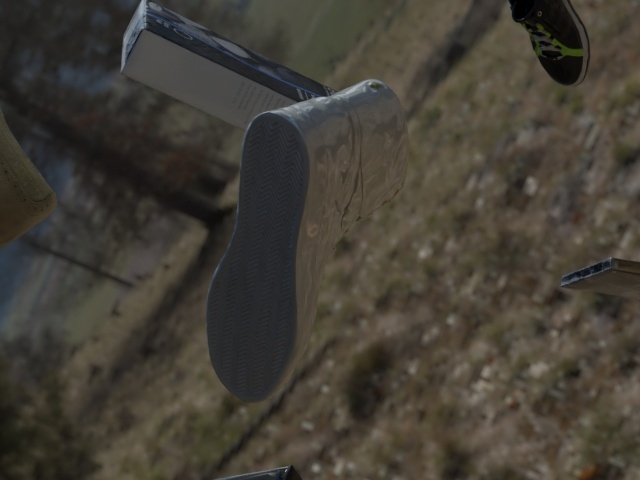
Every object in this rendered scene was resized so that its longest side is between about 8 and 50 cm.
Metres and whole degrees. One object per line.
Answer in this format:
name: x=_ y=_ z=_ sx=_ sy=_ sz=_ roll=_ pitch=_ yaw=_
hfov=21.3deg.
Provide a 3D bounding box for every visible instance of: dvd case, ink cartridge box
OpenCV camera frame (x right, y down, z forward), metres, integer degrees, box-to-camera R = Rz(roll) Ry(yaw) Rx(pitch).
dvd case: x=0.402 y=0.054 z=1.916 sx=0.164 sy=0.221 sz=0.018 roll=143 pitch=135 yaw=-76
ink cartridge box: x=-0.061 y=-0.159 z=1.894 sx=0.065 sy=0.332 sz=0.165 roll=-61 pitch=15 yaw=14

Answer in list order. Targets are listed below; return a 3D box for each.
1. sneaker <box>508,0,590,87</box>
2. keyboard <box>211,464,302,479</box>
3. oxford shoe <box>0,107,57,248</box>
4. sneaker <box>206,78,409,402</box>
sneaker: x=0.287 y=-0.302 z=2.281 sx=0.084 sy=0.235 sz=0.097 roll=2 pitch=32 yaw=45
keyboard: x=-0.081 y=0.287 z=1.171 sx=0.201 sy=0.033 sz=0.317 roll=-17 pitch=36 yaw=42
oxford shoe: x=-0.359 y=-0.161 z=1.427 sx=0.146 sy=0.397 sz=0.140 roll=-24 pitch=-4 yaw=-30
sneaker: x=0.000 y=0.000 z=1.468 sx=0.169 sy=0.108 sz=0.292 roll=-27 pitch=-38 yaw=-45
